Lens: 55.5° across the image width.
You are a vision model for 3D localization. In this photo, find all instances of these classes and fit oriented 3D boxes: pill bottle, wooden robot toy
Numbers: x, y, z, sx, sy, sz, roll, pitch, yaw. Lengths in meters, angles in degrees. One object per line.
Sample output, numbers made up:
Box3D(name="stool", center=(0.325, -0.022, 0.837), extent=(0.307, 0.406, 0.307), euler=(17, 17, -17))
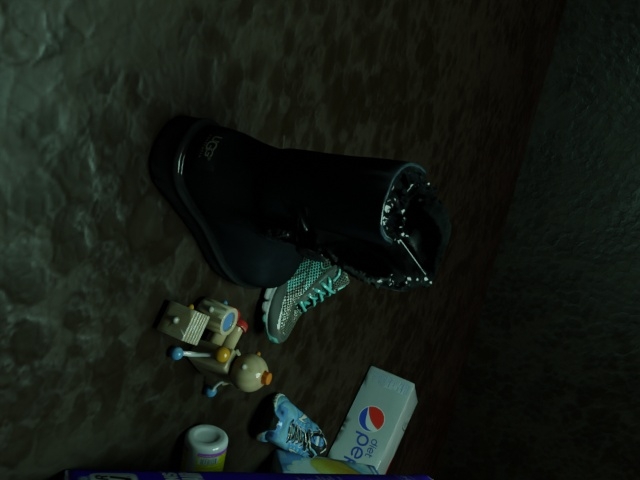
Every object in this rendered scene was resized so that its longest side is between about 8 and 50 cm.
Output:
Box3D(name="pill bottle", center=(-0.120, 0.231, 0.610), extent=(0.043, 0.043, 0.083), euler=(-17, 122, -62))
Box3D(name="wooden robot toy", center=(-0.078, 0.105, 0.569), extent=(0.076, 0.079, 0.173), euler=(-60, 154, -26))

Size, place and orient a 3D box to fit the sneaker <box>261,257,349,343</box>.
Box3D(name="sneaker", center=(-0.006, 0.043, 0.684), extent=(0.166, 0.076, 0.065), euler=(-64, 154, -18))

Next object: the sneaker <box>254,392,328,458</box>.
Box3D(name="sneaker", center=(-0.028, 0.244, 0.782), extent=(0.063, 0.073, 0.162), euler=(-65, 156, -15))

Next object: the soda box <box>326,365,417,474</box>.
Box3D(name="soda box", center=(0.076, 0.378, 1.081), extent=(0.286, 0.091, 0.098), euler=(-59, 154, -27))

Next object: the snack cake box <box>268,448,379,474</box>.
Box3D(name="snack cake box", center=(0.023, 0.355, 0.722), extent=(0.264, 0.152, 0.089), euler=(-154, -100, -76))

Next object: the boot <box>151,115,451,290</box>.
Box3D(name="boot", center=(0.000, 0.000, 0.505), extent=(0.094, 0.207, 0.246), euler=(-64, 156, -19))

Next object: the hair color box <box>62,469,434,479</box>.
Box3D(name="hair color box", center=(-0.042, 0.292, 0.485), extent=(0.339, 0.110, 0.185), euler=(12, 88, -26))
